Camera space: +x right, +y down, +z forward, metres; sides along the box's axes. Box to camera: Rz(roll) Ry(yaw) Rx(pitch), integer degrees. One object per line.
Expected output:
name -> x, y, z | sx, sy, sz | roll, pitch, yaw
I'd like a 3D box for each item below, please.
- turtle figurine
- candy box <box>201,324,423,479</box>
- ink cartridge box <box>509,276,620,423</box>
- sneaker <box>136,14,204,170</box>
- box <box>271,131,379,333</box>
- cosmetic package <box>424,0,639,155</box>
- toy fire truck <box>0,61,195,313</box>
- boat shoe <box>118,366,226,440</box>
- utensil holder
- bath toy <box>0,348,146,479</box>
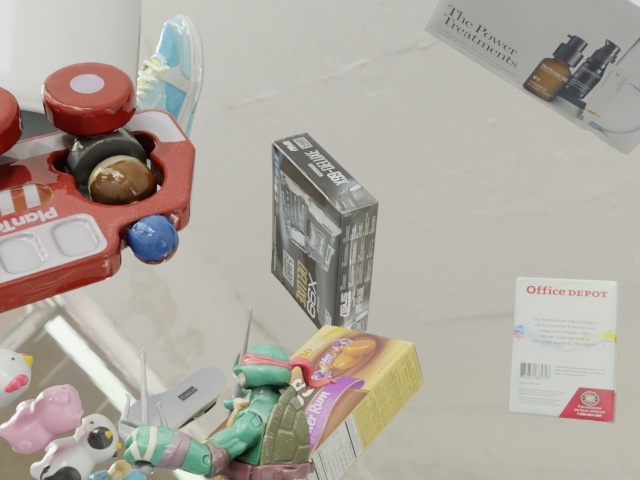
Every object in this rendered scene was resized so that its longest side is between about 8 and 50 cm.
turtle figurine -> -0.064, 0.160, 0.653 | 0.118, 0.234, 0.175 | 1, -10, 27
candy box -> -0.003, 0.154, 0.808 | 0.109, 0.187, 0.053 | 8, -56, 40
ink cartridge box -> 0.319, 0.140, 1.162 | 0.128, 0.176, 0.127 | 3, -8, 20
sneaker -> -0.346, -0.278, 1.706 | 0.127, 0.208, 0.318 | 31, -65, 50
box -> 0.000, 0.000, 1.600 | 0.242, 0.077, 0.307 | 49, -33, 41
cosmetic package -> 0.362, -0.308, 1.282 | 0.377, 0.097, 0.284 | 32, -24, 3
toy fire truck -> -0.268, -0.042, 0.940 | 0.254, 0.302, 0.169 | 53, -31, 37
boat shoe -> -0.155, 0.183, 0.955 | 0.049, 0.142, 0.040 | 35, -51, 26
utensil holder -> -0.428, -0.286, 1.352 | 0.328, 0.385, 0.327 | 0, -23, 0
bath toy -> -0.435, 0.306, 1.475 | 0.129, 0.151, 0.348 | -9, -53, 39
